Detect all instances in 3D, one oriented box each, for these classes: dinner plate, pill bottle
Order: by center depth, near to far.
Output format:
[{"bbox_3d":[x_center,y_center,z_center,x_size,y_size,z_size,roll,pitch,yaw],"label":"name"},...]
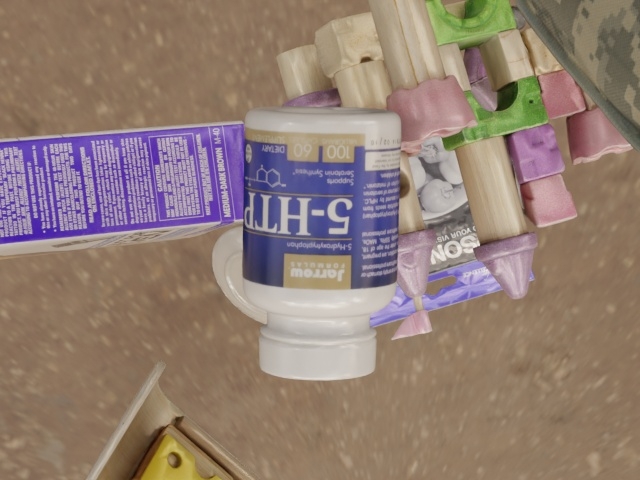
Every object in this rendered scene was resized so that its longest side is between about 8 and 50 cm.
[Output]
[{"bbox_3d":[0.000,0.000,1.216,0.112,0.112,0.186,1,97,2],"label":"pill bottle"},{"bbox_3d":[-0.065,0.046,1.960,0.141,0.141,0.017,30,46,8],"label":"dinner plate"}]

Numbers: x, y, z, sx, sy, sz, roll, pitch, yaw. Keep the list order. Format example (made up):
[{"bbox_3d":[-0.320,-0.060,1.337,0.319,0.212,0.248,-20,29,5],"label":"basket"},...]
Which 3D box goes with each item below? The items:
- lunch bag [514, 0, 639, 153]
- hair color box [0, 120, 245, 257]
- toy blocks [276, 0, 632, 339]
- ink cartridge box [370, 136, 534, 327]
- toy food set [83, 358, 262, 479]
[{"bbox_3d":[0.256,-0.152,0.627,0.256,0.212,0.305,12,117,-27],"label":"lunch bag"},{"bbox_3d":[-0.254,-0.042,1.661,0.339,0.185,0.110,-5,87,-25],"label":"hair color box"},{"bbox_3d":[0.141,-0.076,1.428,0.289,0.309,0.260,-15,88,-24],"label":"toy blocks"},{"bbox_3d":[0.086,-0.011,1.662,0.206,0.045,0.208,-18,116,9],"label":"ink cartridge box"},{"bbox_3d":[-0.084,0.278,1.514,0.306,0.092,0.219,43,50,-18],"label":"toy food set"}]
